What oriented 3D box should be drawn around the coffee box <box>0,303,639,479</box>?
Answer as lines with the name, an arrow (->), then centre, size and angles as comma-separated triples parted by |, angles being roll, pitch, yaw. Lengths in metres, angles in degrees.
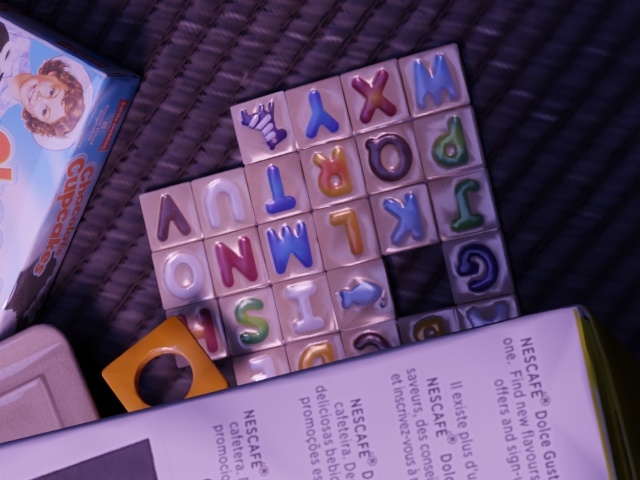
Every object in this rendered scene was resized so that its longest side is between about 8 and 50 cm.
coffee box -> 0.028, 0.257, 0.830 | 0.334, 0.337, 0.338 | -15, 71, 16

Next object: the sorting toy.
sorting toy -> -0.208, 0.176, 1.211 | 0.348, 0.047, 0.196 | -27, 68, 3

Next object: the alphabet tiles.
alphabet tiles -> 0.000, 0.000, 1.198 | 0.237, 0.009, 0.198 | -14, 87, 22

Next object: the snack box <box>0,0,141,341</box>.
snack box -> -0.268, -0.008, 1.279 | 0.187, 0.060, 0.322 | 28, 102, 17
